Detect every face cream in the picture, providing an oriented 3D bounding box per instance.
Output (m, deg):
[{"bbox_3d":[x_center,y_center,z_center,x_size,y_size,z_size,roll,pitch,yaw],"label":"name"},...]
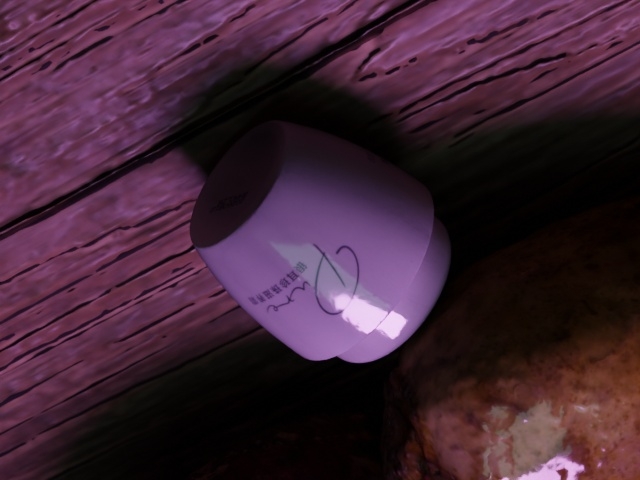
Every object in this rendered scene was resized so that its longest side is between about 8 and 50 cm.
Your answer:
[{"bbox_3d":[0.000,0.000,0.806,0.095,0.091,0.091,35,118,-25],"label":"face cream"}]

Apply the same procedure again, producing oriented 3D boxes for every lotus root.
[{"bbox_3d":[0.146,0.051,0.851,0.260,0.128,0.145,-16,143,-21],"label":"lotus root"}]

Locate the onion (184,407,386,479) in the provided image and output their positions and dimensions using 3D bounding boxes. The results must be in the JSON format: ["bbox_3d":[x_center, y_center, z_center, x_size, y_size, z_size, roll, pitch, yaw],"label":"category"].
[{"bbox_3d":[0.010,0.204,0.918,0.246,0.190,0.246,-13,112,-35],"label":"onion"}]
